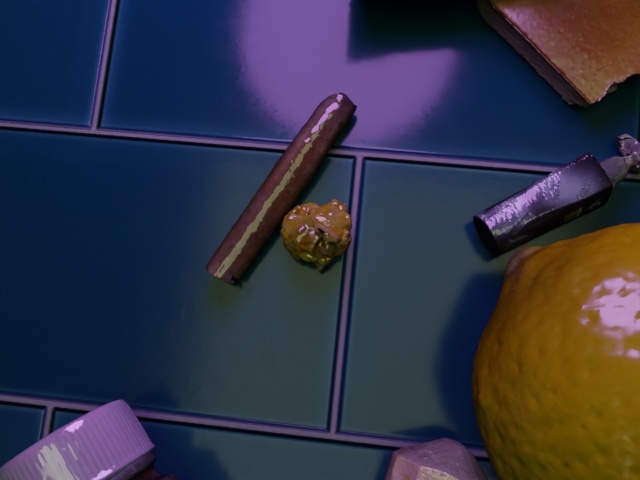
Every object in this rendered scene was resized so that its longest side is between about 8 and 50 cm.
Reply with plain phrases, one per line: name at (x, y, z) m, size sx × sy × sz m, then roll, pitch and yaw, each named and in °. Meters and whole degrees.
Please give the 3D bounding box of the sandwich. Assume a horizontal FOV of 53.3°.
sandwich at (0.290, -0.229, 0.746) m, size 0.193 × 0.058 × 0.162 m, roll -5°, pitch 82°, yaw 4°

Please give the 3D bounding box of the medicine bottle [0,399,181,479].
medicine bottle at (-0.197, 0.316, 0.643) m, size 0.165 × 0.165 × 0.273 m, roll -34°, pitch 80°, yaw -2°

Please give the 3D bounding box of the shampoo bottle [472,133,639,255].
shampoo bottle at (0.276, -0.054, 0.722) m, size 0.207 × 0.057 × 0.063 m, roll -27°, pitch 73°, yaw -2°

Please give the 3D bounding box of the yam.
yam at (-0.043, -0.064, 0.748) m, size 0.046 × 0.046 × 0.264 m, roll 34°, pitch 85°, yaw 8°

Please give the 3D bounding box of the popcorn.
popcorn at (0.000, 0.000, 0.735) m, size 0.084 × 0.084 × 0.084 m, roll -1°, pitch 82°, yaw 3°

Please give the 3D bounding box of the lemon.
lemon at (0.299, 0.150, 0.565) m, size 0.336 × 0.336 × 0.336 m, roll -1°, pitch 82°, yaw 3°

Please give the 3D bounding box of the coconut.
coconut at (0.122, 0.266, 0.657) m, size 0.116 × 0.116 × 0.122 m, roll 19°, pitch 84°, yaw 6°
